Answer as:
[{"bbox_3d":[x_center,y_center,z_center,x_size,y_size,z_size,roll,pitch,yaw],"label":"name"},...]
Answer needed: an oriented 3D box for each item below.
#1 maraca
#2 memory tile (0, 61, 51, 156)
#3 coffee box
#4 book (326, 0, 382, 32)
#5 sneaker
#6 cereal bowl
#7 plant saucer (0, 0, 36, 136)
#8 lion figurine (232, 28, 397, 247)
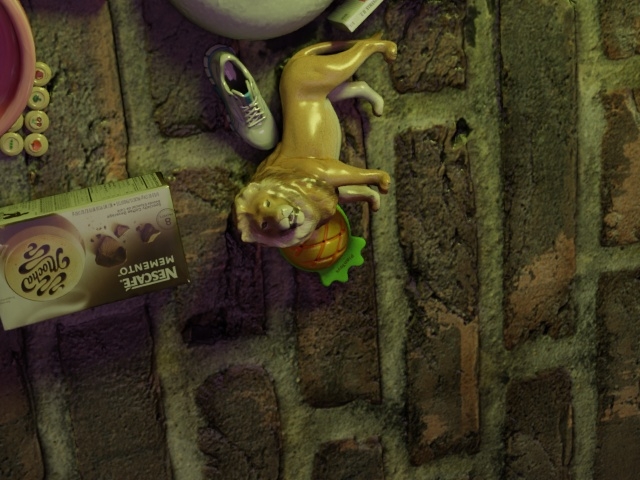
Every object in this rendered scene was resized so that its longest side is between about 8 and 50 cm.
[{"bbox_3d":[0.000,0.000,1.700,0.127,0.099,0.185,-46,120,0],"label":"maraca"},{"bbox_3d":[-0.473,-0.202,1.541,0.113,0.012,0.148,2,106,-17],"label":"memory tile"},{"bbox_3d":[-0.369,0.012,1.579,0.297,0.119,0.168,-14,109,-12],"label":"coffee box"},{"bbox_3d":[0.079,-0.395,1.605,0.144,0.096,0.035,-45,114,0],"label":"book"},{"bbox_3d":[-0.122,-0.220,1.605,0.071,0.083,0.191,-35,114,-6],"label":"sneaker"},{"bbox_3d":[-0.093,-0.467,1.508,0.339,0.141,0.339,-5,108,-16],"label":"cereal bowl"},{"bbox_3d":[-0.572,-0.273,1.420,0.332,0.084,0.332,-5,121,-9],"label":"plant saucer"},{"bbox_3d":[-0.011,-0.172,1.604,0.240,0.142,0.392,5,73,-9],"label":"lion figurine"}]
